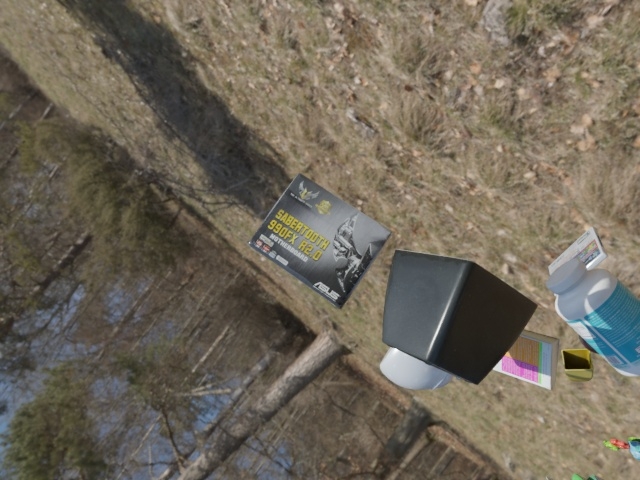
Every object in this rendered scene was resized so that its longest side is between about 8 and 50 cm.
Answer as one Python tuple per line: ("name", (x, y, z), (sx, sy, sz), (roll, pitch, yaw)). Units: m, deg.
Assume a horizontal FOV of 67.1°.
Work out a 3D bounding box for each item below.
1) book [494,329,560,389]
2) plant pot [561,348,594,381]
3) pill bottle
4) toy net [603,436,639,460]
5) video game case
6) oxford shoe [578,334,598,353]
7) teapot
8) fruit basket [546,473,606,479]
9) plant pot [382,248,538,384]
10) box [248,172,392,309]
("book", (0.383, 0.221, 0.942), (0.035, 0.096, 0.144), (-11, -165, -40))
("plant pot", (0.810, 0.400, 1.517), (0.083, 0.081, 0.081), (65, -151, -32))
("pill bottle", (0.638, 0.164, 1.082), (0.264, 0.146, 0.146), (45, -177, 3))
("toy net", (0.758, 0.470, 1.110), (0.122, 0.045, 0.232), (22, 158, 13))
("video game case", (0.825, 0.069, 1.558), (0.023, 0.201, 0.183), (34, -147, -1))
("oxford shoe", (0.933, 0.271, 1.387), (0.348, 0.123, 0.130), (2, 176, 18))
("teapot", (0.285, 0.293, 1.247), (0.187, 0.252, 0.256), (34, -160, 11))
("fruit basket", (0.803, 0.774, 1.243), (0.327, 0.165, 0.353), (26, -178, -5))
("plant pot", (0.216, 0.135, 0.828), (0.188, 0.167, 0.187), (29, 171, -28))
("box", (0.000, 0.000, 0.971), (0.231, 0.183, 0.056), (35, 176, 14))
